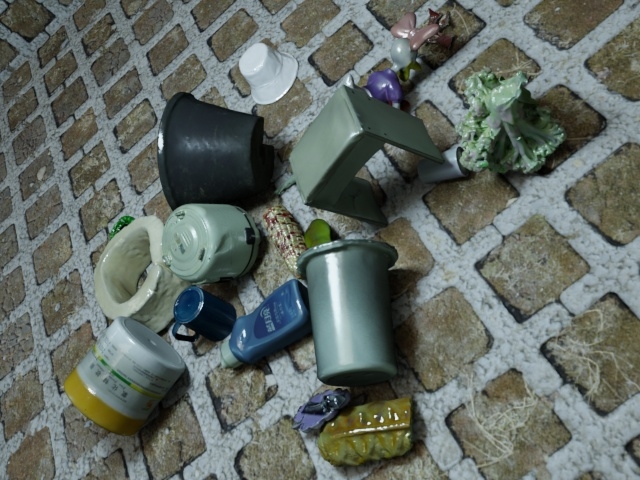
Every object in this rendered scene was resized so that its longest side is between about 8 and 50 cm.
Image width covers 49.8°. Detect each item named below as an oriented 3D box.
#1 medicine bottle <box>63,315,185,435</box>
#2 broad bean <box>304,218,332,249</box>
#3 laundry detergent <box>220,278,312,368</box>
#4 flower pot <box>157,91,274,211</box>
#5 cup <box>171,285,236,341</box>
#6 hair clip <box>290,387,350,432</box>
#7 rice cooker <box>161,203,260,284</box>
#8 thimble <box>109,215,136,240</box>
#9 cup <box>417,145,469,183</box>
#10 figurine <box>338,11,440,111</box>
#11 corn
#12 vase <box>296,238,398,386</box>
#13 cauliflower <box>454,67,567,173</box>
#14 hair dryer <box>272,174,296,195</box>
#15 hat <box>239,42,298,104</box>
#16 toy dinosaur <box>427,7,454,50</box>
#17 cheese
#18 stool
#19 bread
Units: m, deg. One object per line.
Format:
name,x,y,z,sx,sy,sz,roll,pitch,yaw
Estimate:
medicine bottle,-0.521,0.360,1.846,0.232,0.238,0.238,-52,48,-1
broad bean,0.006,0.005,1.729,0.325,0.067,0.075,-124,47,-70
laundry detergent,-0.144,0.225,1.753,0.289,0.094,0.143,-35,53,14
flower pot,-0.283,-0.234,1.986,0.250,0.379,0.380,2,64,12
cup,-0.320,0.212,1.855,0.113,0.138,0.150,10,70,39
hair clip,-0.010,0.376,1.551,0.124,0.052,0.195,-43,6,-34
rice cooker,-0.298,0.009,1.896,0.225,0.244,0.226,3,95,34
thimble,-0.616,-0.015,2.230,0.118,0.090,0.130,-37,49,15
cup,0.307,-0.190,1.697,0.116,0.074,0.104,-14,33,35
figurine,0.150,-0.415,1.849,0.421,0.193,0.154,-44,44,0
corn,-0.082,0.003,1.844,0.086,0.086,0.253,-39,50,10
vase,0.078,0.172,1.557,0.244,0.245,0.291,-19,64,26
cauliflower,0.410,-0.282,1.534,0.238,0.315,0.257,-14,71,7
hair dryer,-0.053,-0.216,1.988,0.199,0.067,0.167,-20,44,43
hat,-0.181,-0.550,2.206,0.203,0.126,0.203,-15,61,28
toy dinosaur,0.324,-0.593,1.936,0.108,0.032,0.220,-32,48,20
cheese,-0.521,0.105,2.050,0.292,0.153,0.332,-39,49,11
stool,0.104,-0.195,1.656,0.244,0.269,0.170,-49,42,33
bread,0.096,0.411,1.483,0.231,0.088,0.128,-21,48,23
